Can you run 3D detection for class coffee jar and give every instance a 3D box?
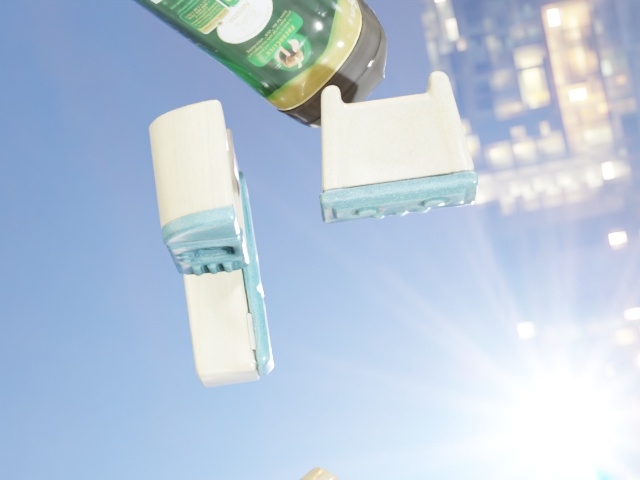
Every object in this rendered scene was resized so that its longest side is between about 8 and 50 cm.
[{"bbox_3d":[-0.046,-0.141,1.065,0.184,0.079,0.096,35,-164,-34],"label":"coffee jar"}]

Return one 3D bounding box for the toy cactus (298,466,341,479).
[{"bbox_3d":[-0.040,0.213,1.138,0.180,0.112,0.219,-49,-42,-23],"label":"toy cactus"}]

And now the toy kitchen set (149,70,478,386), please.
[{"bbox_3d":[0.000,0.000,1.067,0.207,0.166,0.122,85,177,-79],"label":"toy kitchen set"}]
